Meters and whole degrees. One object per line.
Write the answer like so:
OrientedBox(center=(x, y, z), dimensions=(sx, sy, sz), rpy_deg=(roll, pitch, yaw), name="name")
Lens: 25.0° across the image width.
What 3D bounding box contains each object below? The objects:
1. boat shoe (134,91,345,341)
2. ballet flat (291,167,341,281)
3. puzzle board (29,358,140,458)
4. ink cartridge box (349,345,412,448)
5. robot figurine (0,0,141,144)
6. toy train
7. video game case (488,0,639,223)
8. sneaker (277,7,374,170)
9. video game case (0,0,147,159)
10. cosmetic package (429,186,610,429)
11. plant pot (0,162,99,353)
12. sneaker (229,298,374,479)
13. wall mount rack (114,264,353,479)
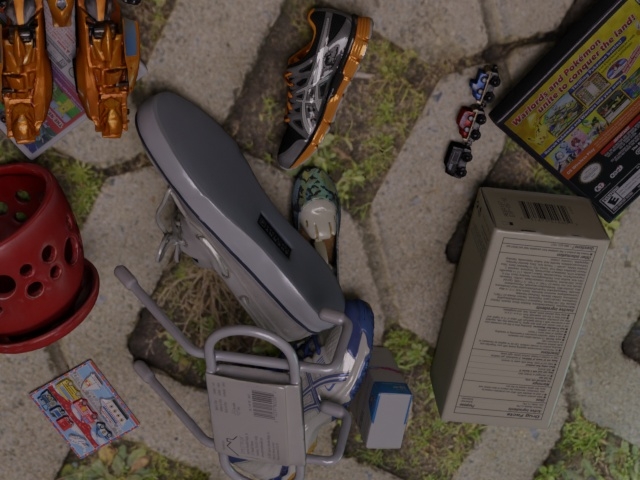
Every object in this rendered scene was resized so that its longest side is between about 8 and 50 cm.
OrientedBox(center=(-0.135, -0.011, 1.790), dimensions=(0.156, 0.136, 0.367), rpy_deg=(-28, 114, 29), name="boat shoe")
OrientedBox(center=(0.000, 0.000, 1.855), dimensions=(0.070, 0.070, 0.188), rpy_deg=(-8, 118, -7), name="ballet flat")
OrientedBox(center=(-0.316, 0.229, 1.940), dimensions=(0.096, 0.011, 0.128), rpy_deg=(-29, 119, 4), name="puzzle board")
OrientedBox(center=(0.077, 0.210, 1.948), dimensions=(0.052, 0.122, 0.088), rpy_deg=(3, 117, -17), name="ink cartridge box")
OrientedBox(center=(-0.290, -0.255, 1.619), dimensions=(0.211, 0.085, 0.291), rpy_deg=(-6, 121, -12), name="robot figurine")
OrientedBox(center=(0.191, -0.153, 1.837), dimensions=(0.036, 0.027, 0.158), rpy_deg=(16, 114, -7), name="toy train")
OrientedBox(center=(0.391, -0.185, 1.843), dimensions=(0.248, 0.035, 0.275), rpy_deg=(36, 106, -32), name="video game case")
OrientedBox(center=(-0.010, -0.186, 1.755), dimensions=(0.083, 0.084, 0.215), rpy_deg=(22, 108, -7), name="sneaker")
OrientedBox(center=(-0.337, -0.220, 1.697), dimensions=(0.183, 0.023, 0.201), rpy_deg=(-36, 119, 8), name="video game case")
OrientedBox(center=(0.258, 0.093, 1.909), dimensions=(0.160, 0.113, 0.309), rpy_deg=(7, 122, -11), name="cosmetic package")
OrientedBox(center=(-0.372, 0.028, 1.727), dimensions=(0.191, 0.191, 0.174), rpy_deg=(-20, 126, -1), name="plant pot")
OrientedBox(center=(-0.038, 0.195, 1.924), dimensions=(0.131, 0.112, 0.296), rpy_deg=(25, 107, -17), name="sneaker")
OrientedBox(center=(-0.115, 0.166, 1.786), dimensions=(0.304, 0.130, 0.350), rpy_deg=(9, 140, 8), name="wall mount rack")
